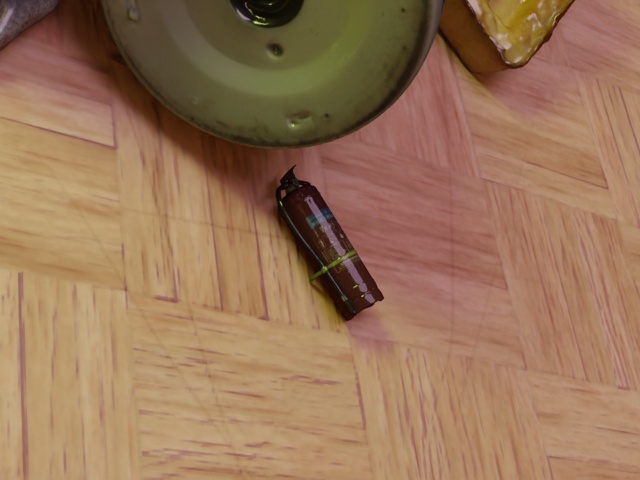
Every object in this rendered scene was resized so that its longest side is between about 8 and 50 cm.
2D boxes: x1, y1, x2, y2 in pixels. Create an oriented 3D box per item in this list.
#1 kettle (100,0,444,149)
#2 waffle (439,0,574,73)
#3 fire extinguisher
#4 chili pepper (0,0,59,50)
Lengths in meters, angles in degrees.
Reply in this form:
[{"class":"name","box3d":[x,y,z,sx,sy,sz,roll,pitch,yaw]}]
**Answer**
[{"class":"kettle","box3d":[-0.038,-0.276,1.021,0.319,0.247,0.342,33,32,-8]},{"class":"waffle","box3d":[0.153,-0.372,1.312,0.348,0.077,0.304,52,53,-11]},{"class":"fire extinguisher","box3d":[0.000,0.000,0.995,0.132,0.039,0.056,58,32,7]},{"class":"chili pepper","box3d":[-0.231,-0.165,0.900,0.050,0.041,0.153,14,38,21]}]
